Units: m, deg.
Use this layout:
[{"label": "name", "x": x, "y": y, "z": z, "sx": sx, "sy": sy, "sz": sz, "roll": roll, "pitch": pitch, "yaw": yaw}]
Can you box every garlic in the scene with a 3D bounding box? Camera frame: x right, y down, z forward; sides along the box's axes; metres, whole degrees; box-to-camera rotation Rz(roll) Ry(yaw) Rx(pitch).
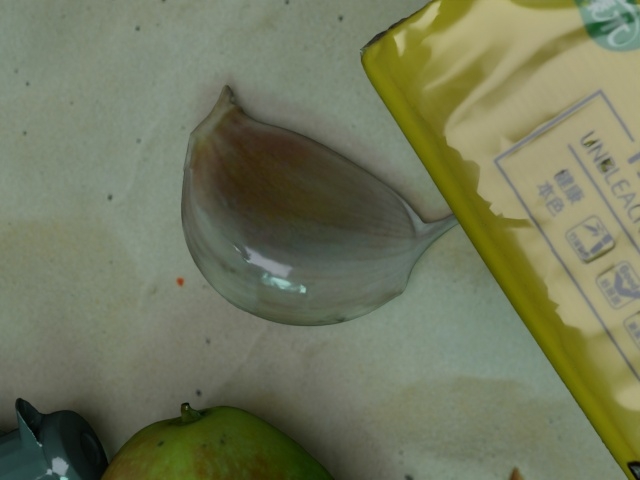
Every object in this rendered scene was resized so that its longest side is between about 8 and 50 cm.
[{"label": "garlic", "x": 0.003, "y": 0.004, "z": 1.099, "sx": 0.267, "sy": 0.128, "sz": 0.148, "roll": 22, "pitch": 110, "yaw": -2}]

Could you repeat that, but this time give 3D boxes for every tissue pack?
[{"label": "tissue pack", "x": 0.231, "y": -0.027, "z": 0.943, "sx": 0.228, "sy": 0.293, "sz": 0.382, "roll": -35, "pitch": 87, "yaw": 17}]

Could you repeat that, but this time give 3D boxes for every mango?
[{"label": "mango", "x": -0.044, "y": 0.310, "z": 1.073, "sx": 0.225, "sy": 0.201, "sz": 0.382, "roll": -31, "pitch": 98, "yaw": -12}]

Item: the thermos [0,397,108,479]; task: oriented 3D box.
[{"label": "thermos", "x": -0.305, "y": 0.245, "z": 1.151, "sx": 0.287, "sy": 0.145, "sz": 0.182, "roll": -25, "pitch": 121, "yaw": 11}]
